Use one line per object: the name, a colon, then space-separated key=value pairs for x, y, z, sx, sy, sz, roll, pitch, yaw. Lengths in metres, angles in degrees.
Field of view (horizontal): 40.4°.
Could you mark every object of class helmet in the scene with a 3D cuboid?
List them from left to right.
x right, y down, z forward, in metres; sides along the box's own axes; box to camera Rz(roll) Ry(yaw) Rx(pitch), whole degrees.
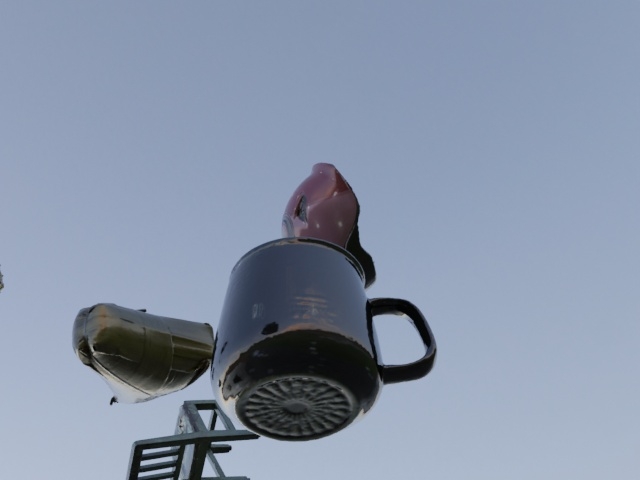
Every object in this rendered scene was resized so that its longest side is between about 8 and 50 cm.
helmet: x=0.000 y=0.000 z=1.615 sx=0.154 sy=0.198 sz=0.253 roll=-32 pitch=-83 yaw=-14

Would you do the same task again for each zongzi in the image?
zongzi: x=-0.313 y=0.183 z=1.302 sx=0.256 sy=0.115 sz=0.228 roll=-28 pitch=-33 yaw=33

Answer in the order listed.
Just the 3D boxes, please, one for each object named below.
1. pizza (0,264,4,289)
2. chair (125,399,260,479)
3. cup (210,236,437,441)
pizza: x=-0.391 y=0.039 z=1.026 sx=0.026 sy=0.109 sz=0.123 roll=-7 pitch=-52 yaw=-12
chair: x=-0.277 y=0.420 z=1.780 sx=0.270 sy=0.147 sz=0.136 roll=2 pitch=-68 yaw=-28
cup: x=0.002 y=0.097 z=0.882 sx=0.223 sy=0.177 sz=0.169 roll=-3 pitch=-46 yaw=0
